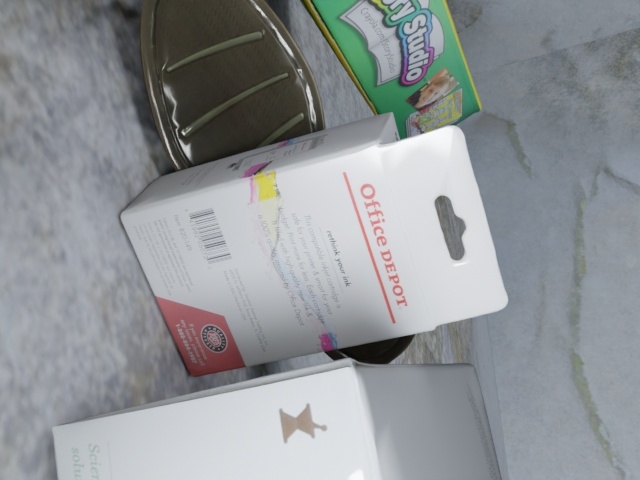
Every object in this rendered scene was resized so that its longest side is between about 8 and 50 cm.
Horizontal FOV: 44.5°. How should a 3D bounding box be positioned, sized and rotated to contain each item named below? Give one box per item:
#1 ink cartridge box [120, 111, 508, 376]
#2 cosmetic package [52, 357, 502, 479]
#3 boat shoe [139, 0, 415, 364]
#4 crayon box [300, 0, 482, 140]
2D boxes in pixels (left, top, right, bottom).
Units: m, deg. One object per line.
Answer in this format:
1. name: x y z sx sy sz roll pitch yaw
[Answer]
1. ink cartridge box: 0.000 0.000 0.460 0.067 0.198 0.115 -66 140 -64
2. cosmetic package: 0.022 0.178 0.472 0.365 0.155 0.197 26 52 -68
3. boat shoe: -0.040 -0.044 0.564 0.307 0.110 0.104 64 -9 -16
4. crayon box: -0.002 -0.285 0.687 0.313 0.106 0.363 65 10 27
